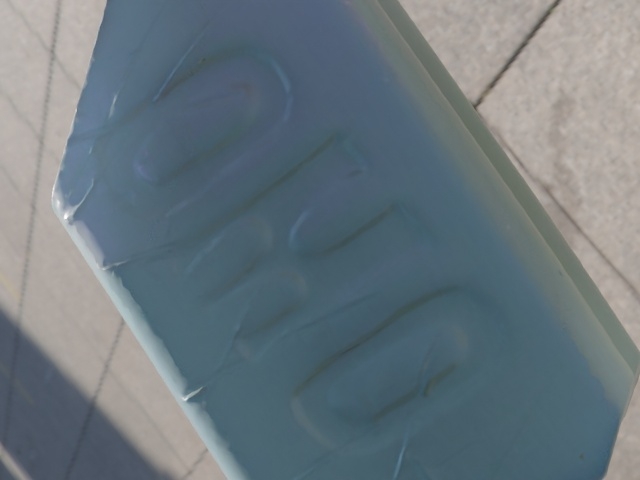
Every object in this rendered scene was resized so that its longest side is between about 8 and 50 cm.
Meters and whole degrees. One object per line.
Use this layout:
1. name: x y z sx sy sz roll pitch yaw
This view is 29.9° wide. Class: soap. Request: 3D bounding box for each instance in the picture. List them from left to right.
1. soap: 0.000 0.000 0.530 0.289 0.173 0.095 57 -165 4
